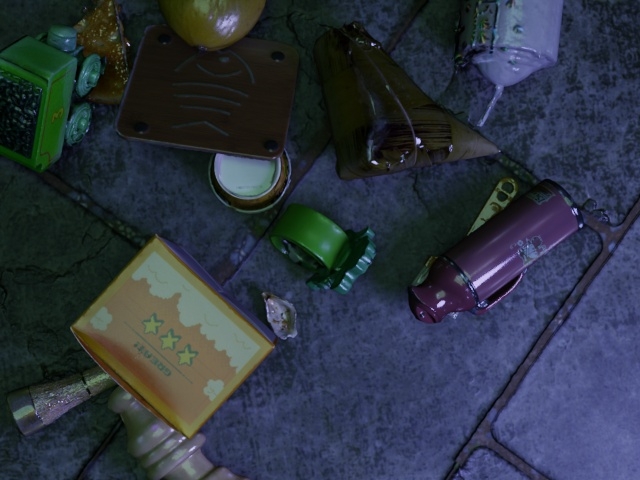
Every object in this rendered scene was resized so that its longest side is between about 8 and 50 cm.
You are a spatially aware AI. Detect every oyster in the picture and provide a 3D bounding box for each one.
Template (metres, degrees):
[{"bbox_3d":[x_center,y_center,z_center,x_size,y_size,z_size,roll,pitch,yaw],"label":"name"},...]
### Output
[{"bbox_3d":[-0.070,0.130,1.834,0.051,0.034,0.093,-14,88,-14],"label":"oyster"}]

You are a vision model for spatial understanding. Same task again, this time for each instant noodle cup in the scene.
[{"bbox_3d":[-0.126,-0.125,1.804,0.152,0.122,0.151,0,87,0],"label":"instant noodle cup"}]

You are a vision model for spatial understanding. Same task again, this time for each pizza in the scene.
[{"bbox_3d":[-0.386,-0.338,1.840,0.201,0.053,0.193,29,99,8],"label":"pizza"}]

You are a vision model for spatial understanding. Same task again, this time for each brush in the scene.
[{"bbox_3d":[0.272,0.002,1.859,0.103,0.013,0.272,34,86,1],"label":"brush"}]

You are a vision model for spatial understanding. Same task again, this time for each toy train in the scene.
[{"bbox_3d":[-0.467,-0.236,1.745,0.133,0.188,0.243,26,127,6],"label":"toy train"}]

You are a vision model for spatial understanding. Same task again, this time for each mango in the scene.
[{"bbox_3d":[-0.191,-0.488,1.817,0.195,0.142,0.331,0,76,-3],"label":"mango"}]

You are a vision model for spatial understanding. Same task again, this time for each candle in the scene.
[{"bbox_3d":[0.325,-0.363,1.799,0.188,0.187,0.330,8,89,-1],"label":"candle"}]

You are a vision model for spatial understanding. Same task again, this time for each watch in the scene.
[{"bbox_3d":[0.000,0.000,1.779,0.152,0.165,0.131,41,75,-17],"label":"watch"}]

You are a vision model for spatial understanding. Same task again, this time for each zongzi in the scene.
[{"bbox_3d":[0.152,-0.256,1.826,0.300,0.145,0.273,-10,81,-18],"label":"zongzi"}]

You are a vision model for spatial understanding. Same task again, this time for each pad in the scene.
[{"bbox_3d":[-0.189,-0.260,1.790,0.287,0.018,0.284,9,52,-1],"label":"pad"}]

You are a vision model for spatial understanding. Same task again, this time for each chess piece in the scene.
[{"bbox_3d":[-0.247,0.365,1.784,0.307,0.139,0.124,51,45,6],"label":"chess piece"}]

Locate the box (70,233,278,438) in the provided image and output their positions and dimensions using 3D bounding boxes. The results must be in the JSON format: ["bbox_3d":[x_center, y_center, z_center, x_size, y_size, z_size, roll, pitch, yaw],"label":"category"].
[{"bbox_3d":[-0.232,0.156,1.705,0.259,0.283,0.214,45,88,2],"label":"box"}]

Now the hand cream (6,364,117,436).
[{"bbox_3d":[-0.439,0.262,1.802,0.203,0.084,0.084,-24,87,-7],"label":"hand cream"}]

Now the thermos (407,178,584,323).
[{"bbox_3d":[0.293,0.036,1.806,0.330,0.136,0.109,-35,67,-8],"label":"thermos"}]
